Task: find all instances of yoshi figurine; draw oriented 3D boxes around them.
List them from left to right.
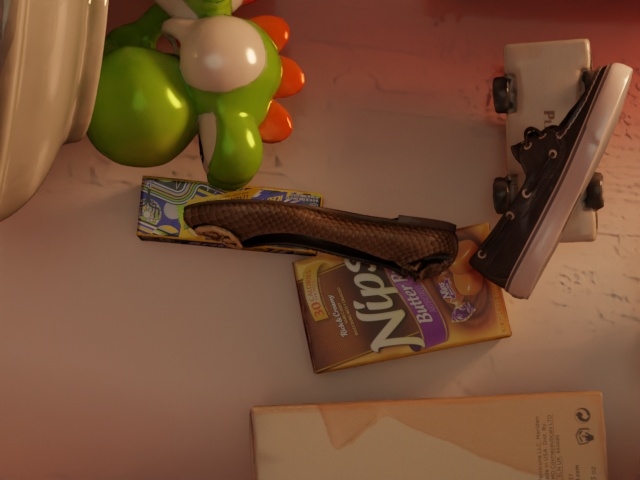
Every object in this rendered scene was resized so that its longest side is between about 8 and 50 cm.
[{"bbox_3d":[-0.150,-0.218,1.777,0.203,0.203,0.362,-15,81,28],"label":"yoshi figurine"}]

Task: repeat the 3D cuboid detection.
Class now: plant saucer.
[{"bbox_3d":[-0.244,-0.194,1.683,0.101,0.400,0.400,4,86,-14],"label":"plant saucer"}]

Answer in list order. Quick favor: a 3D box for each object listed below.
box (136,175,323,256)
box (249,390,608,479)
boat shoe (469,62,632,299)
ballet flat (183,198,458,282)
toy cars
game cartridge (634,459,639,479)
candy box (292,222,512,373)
[{"bbox_3d":[-0.083,-0.022,1.828,0.169,0.054,0.059,6,86,0],"label":"box"},{"bbox_3d":[0.095,0.202,1.765,0.311,0.148,0.121,-3,85,-1],"label":"box"},{"bbox_3d":[0.201,-0.062,1.748,0.076,0.080,0.228,27,103,10],"label":"boat shoe"},{"bbox_3d":[0.000,0.000,1.762,0.250,0.084,0.058,6,85,-6],"label":"ballet flat"},{"bbox_3d":[0.284,-0.014,1.810,0.176,0.087,0.393,-43,82,9],"label":"toy cars"},{"bbox_3d":[0.274,0.336,1.727,0.355,0.230,0.068,-51,49,-3],"label":"game cartridge"},{"bbox_3d":[0.075,0.055,1.822,0.187,0.053,0.109,-12,86,1],"label":"candy box"}]
